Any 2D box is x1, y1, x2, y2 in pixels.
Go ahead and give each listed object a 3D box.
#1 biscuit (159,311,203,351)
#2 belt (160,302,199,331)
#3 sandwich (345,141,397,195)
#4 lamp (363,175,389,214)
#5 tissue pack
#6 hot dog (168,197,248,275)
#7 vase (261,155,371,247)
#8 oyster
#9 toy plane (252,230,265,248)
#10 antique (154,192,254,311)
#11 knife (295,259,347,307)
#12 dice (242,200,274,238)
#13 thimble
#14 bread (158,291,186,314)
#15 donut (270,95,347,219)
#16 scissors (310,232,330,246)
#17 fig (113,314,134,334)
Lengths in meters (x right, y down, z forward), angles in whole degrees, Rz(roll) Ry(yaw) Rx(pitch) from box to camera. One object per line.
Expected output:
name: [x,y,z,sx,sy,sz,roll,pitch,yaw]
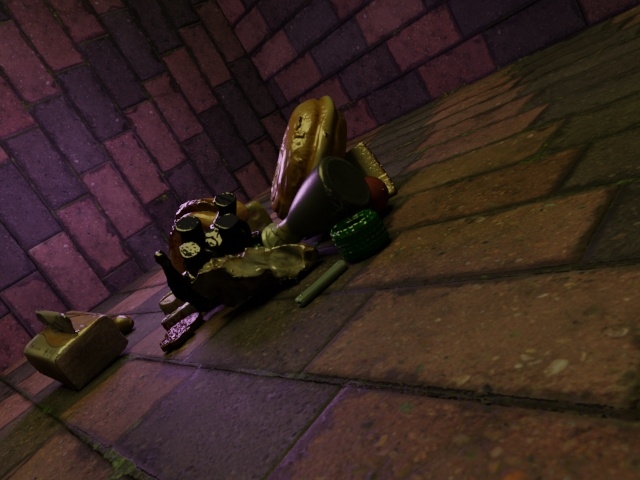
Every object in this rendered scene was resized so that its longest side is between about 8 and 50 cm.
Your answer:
biscuit: [-0.397,0.262,1.392,0.124,0.026,0.175,-29,13,14]
belt: [-0.392,0.203,1.537,0.232,0.053,0.071,-35,13,-15]
sandwich: [0.173,-0.195,1.654,0.108,0.220,0.186,-33,-23,3]
lamp: [0.112,-0.120,1.430,0.182,0.140,0.182,-33,10,7]
tissue pack: [-0.822,0.319,1.588,0.306,0.238,0.238,-3,29,44]
hot dog: [-0.420,-0.013,1.733,0.185,0.223,0.405,-48,-5,-49]
vase: [-0.028,-0.074,1.340,0.321,0.173,0.173,-37,7,38]
oyster: [-0.166,0.080,1.296,0.337,0.133,0.197,-13,-17,-1]
toy plane: [-0.211,0.044,1.637,0.382,0.106,0.155,-20,24,36]
antique: [-0.316,0.048,1.443,0.185,0.255,0.322,27,50,28]
knife: [0.002,0.097,1.130,0.162,0.023,0.044,-39,18,-31]
dice: [-0.282,-0.048,1.952,0.166,0.169,0.169,-35,14,-14]
thimble: [0.092,-0.012,1.182,0.130,0.090,0.118,-33,18,-11]
bread: [-0.493,0.206,1.722,0.156,0.064,0.117,-18,22,38]
donut: [-0.038,-0.245,1.581,0.449,0.198,0.448,-167,90,-80]
scissors: [0.000,0.000,1.520,0.083,0.006,0.036,-36,16,-21]
fig: [-0.741,0.317,1.845,0.088,0.073,0.074,-10,19,16]
